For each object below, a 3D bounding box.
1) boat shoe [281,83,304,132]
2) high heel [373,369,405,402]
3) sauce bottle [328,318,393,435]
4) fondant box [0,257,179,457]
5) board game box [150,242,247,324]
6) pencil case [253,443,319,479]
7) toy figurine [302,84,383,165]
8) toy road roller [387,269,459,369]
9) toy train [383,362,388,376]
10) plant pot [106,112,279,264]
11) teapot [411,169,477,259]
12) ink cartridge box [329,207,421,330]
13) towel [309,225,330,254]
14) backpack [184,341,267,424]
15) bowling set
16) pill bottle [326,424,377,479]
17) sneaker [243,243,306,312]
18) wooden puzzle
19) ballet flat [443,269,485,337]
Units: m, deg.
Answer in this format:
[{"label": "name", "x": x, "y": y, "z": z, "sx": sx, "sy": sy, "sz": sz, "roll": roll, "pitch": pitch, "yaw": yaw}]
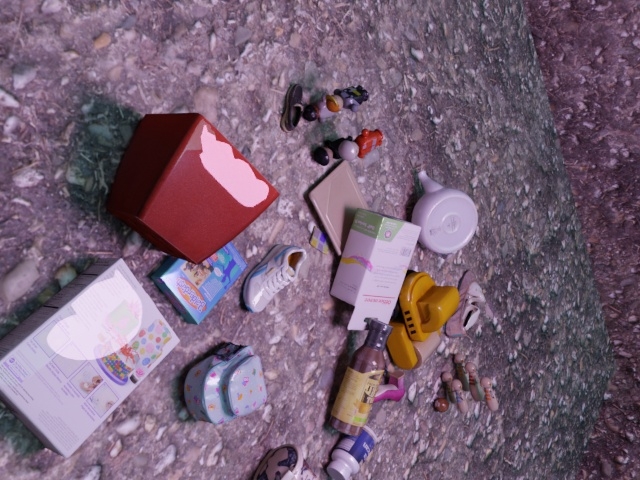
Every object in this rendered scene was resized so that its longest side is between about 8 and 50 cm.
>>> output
[{"label": "boat shoe", "x": -0.070, "y": -0.380, "z": 1.717, "sx": 0.056, "sy": 0.049, "sz": 0.152, "roll": 24, "pitch": 71, "yaw": -44}, {"label": "high heel", "x": 0.189, "y": 0.516, "z": 1.961, "sx": 0.244, "sy": 0.082, "sz": 0.117, "roll": -19, "pitch": 118, "yaw": -46}, {"label": "sauce bottle", "x": 0.128, "y": 0.409, "z": 1.807, "sx": 0.111, "sy": 0.111, "sz": 0.345, "roll": 21, "pitch": 88, "yaw": -45}, {"label": "fondant box", "x": -0.480, "y": 0.228, "z": 1.221, "sx": 0.330, "sy": 0.096, "sz": 0.238, "roll": -48, "pitch": 122, "yaw": -36}, {"label": "board game box", "x": -0.290, "y": 0.075, "z": 1.466, "sx": 0.210, "sy": 0.047, "sz": 0.160, "roll": -52, "pitch": 125, "yaw": -35}, {"label": "pencil case", "x": -0.024, "y": 0.735, "z": 1.616, "sx": 0.160, "sy": 0.183, "sz": 0.410, "roll": -42, "pitch": 114, "yaw": -26}, {"label": "toy figurine", "x": 0.055, "y": -0.329, "z": 1.739, "sx": 0.148, "sy": 0.213, "sz": 0.210, "roll": -27, "pitch": 106, "yaw": -27}, {"label": "toy road roller", "x": 0.347, "y": 0.264, "z": 2.004, "sx": 0.202, "sy": 0.240, "sz": 0.330, "roll": -35, "pitch": 114, "yaw": -42}, {"label": "toy train", "x": 0.194, "y": 0.379, "z": 1.992, "sx": 0.036, "sy": 0.027, "sz": 0.158, "roll": -39, "pitch": 117, "yaw": -45}, {"label": "plant pot", "x": -0.303, "y": -0.101, "z": 1.320, "sx": 0.267, "sy": 0.267, "sz": 0.236, "roll": 44, "pitch": 69, "yaw": -37}, {"label": "teapot", "x": 0.425, "y": -0.080, "z": 2.155, "sx": 0.252, "sy": 0.187, "sz": 0.256, "roll": 23, "pitch": 98, "yaw": -25}, {"label": "ink cartridge box", "x": 0.160, "y": 0.095, "z": 1.858, "sx": 0.207, "sy": 0.119, "sz": 0.354, "roll": 11, "pitch": 99, "yaw": -47}, {"label": "towel", "x": 0.000, "y": 0.000, "z": 1.808, "sx": 0.083, "sy": 0.009, "sz": 0.060, "roll": 38, "pitch": 61, "yaw": -40}, {"label": "backpack", "x": -0.229, "y": 0.355, "z": 1.455, "sx": 0.188, "sy": 0.144, "sz": 0.166, "roll": -22, "pitch": 110, "yaw": -42}, {"label": "bowling set", "x": 0.511, "y": 0.546, "z": 2.228, "sx": 0.199, "sy": 0.287, "sz": 0.154, "roll": -19, "pitch": 98, "yaw": -12}, {"label": "pill bottle", "x": 0.093, "y": 0.648, "z": 1.825, "sx": 0.169, "sy": 0.094, "sz": 0.094, "roll": -45, "pitch": 120, "yaw": -38}, {"label": "sneaker", "x": -0.124, "y": 0.097, "z": 1.612, "sx": 0.087, "sy": 0.092, "sz": 0.229, "roll": 54, "pitch": 54, "yaw": -33}, {"label": "wooden puzzle", "x": 0.062, "y": -0.105, "z": 1.861, "sx": 0.239, "sy": 0.044, "sz": 0.221, "roll": -50, "pitch": 123, "yaw": -41}, {"label": "ballet flat", "x": 0.587, "y": 0.252, "z": 2.362, "sx": 0.107, "sy": 0.106, "sz": 0.316, "roll": 48, "pitch": 55, "yaw": -35}]
